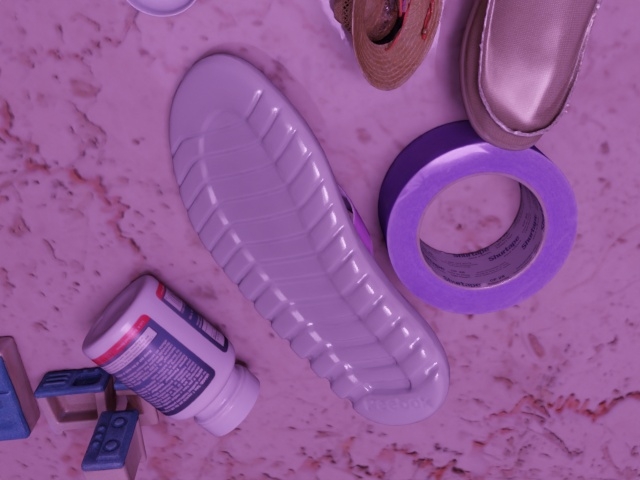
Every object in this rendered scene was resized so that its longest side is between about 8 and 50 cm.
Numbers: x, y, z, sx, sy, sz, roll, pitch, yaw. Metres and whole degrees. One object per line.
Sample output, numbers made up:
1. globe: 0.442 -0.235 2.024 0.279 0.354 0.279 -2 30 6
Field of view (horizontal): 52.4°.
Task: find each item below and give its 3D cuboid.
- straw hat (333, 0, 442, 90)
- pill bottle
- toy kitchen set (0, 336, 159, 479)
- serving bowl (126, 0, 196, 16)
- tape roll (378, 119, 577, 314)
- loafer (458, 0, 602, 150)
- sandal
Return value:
1. straw hat: 0.048 -0.208 0.584 0.061 0.144 0.144 21 121 34
2. pill bottle: -0.158 0.134 0.720 0.108 0.108 0.180 -40 110 16
3. toy kitchen set: -0.299 0.195 0.711 0.207 0.166 0.122 -6 116 1
4. serving bowl: -0.143 -0.245 0.583 0.083 0.027 0.083 -1 115 -2
5. tape roll: 0.157 -0.023 0.672 0.189 0.080 0.188 -1 116 -2
6. loafer: 0.185 -0.210 0.547 0.102 0.092 0.268 8 99 -3
7. sandal: -0.012 0.006 0.669 0.169 0.102 0.416 -27 98 30
